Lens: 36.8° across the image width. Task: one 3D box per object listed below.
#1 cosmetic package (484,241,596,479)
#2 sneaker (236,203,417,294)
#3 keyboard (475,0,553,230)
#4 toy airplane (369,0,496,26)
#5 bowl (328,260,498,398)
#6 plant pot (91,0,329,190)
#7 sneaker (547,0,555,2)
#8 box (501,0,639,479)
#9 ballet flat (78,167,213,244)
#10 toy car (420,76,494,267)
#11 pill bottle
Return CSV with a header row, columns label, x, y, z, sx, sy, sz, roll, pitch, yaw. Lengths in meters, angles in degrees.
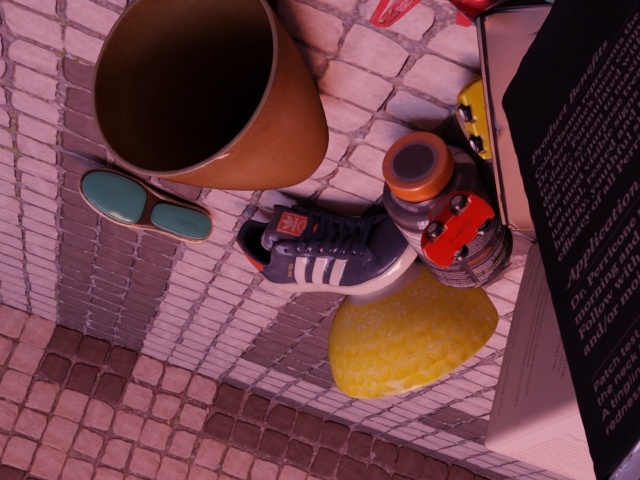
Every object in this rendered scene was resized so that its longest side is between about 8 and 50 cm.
label,x,y,z,sx,sy,sz,roll,pitch,yaw
cosmetic package,0.451,0.135,1.215,0.328,0.329,0.393,20,158,-3
sneaker,0.000,0.000,1.508,0.350,0.131,0.148,-13,135,44
keyboard,0.279,-0.126,1.023,0.202,0.033,0.317,1,137,18
toy airplane,0.117,-0.250,0.965,0.151,0.028,0.151,12,153,6
bowl,0.124,0.111,1.557,0.289,0.289,0.156,-9,114,48
plant pot,-0.096,-0.155,1.135,0.237,0.237,0.254,5,170,28
sneaker,0.118,-0.269,0.835,0.275,0.107,0.110,20,167,-4
box,0.411,-0.022,0.617,0.480,0.471,0.297,22,122,-9
ballet flat,-0.307,-0.056,1.675,0.248,0.086,0.086,26,156,-21
toy car,0.236,-0.081,1.159,0.225,0.239,0.053,2,-155,-22
pill bottle,0.164,-0.043,1.278,0.130,0.130,0.245,5,154,29
